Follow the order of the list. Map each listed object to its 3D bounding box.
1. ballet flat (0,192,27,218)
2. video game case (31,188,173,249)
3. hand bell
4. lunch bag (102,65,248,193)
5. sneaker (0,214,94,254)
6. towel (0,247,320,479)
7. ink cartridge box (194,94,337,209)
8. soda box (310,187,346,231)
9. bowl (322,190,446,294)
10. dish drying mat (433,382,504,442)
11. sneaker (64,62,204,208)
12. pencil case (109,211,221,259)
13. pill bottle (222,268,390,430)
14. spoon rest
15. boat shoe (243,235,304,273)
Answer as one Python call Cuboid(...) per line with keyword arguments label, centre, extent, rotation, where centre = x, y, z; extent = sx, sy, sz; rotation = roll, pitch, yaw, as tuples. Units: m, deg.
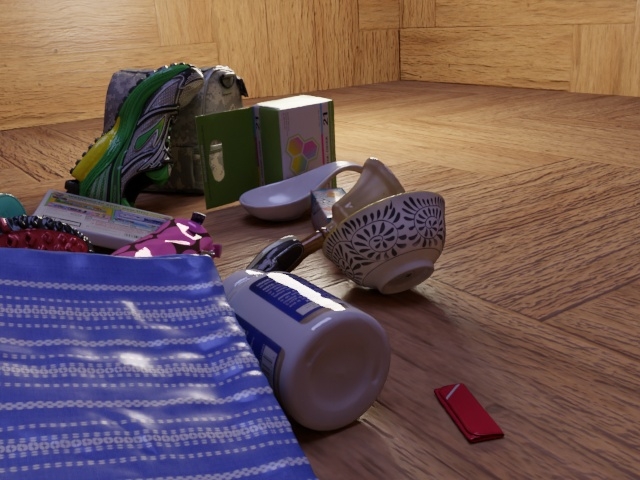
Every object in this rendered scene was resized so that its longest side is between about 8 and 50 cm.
Cuboid(label="ballet flat", centre=(-0.564, 0.020, 0.997), extent=(0.123, 0.123, 0.348), rotation=(1, 19, 11))
Cuboid(label="video game case", centre=(-0.339, -0.026, 1.101), extent=(0.213, 0.023, 0.193), rotation=(13, 14, -17))
Cuboid(label="hand bell", centre=(0.000, 0.000, 0.944), extent=(0.242, 0.126, 0.126), rotation=(-32, 26, -12))
Cuboid(label="lunch bag", centre=(-0.313, -0.249, 1.505), extent=(0.305, 0.255, 0.212), rotation=(6, 21, 25))
Cuboid(label="sneaker", centre=(-0.404, 0.049, 0.827), extent=(0.262, 0.104, 0.125), rotation=(-19, -9, -19))
Cuboid(label="towel", centre=(-0.147, 0.099, 0.504), extent=(0.243, 0.040, 0.336), rotation=(5, 28, -30))
Cuboid(label="ink cartridge box", centre=(-0.097, -0.163, 1.320), extent=(0.255, 0.188, 0.097), rotation=(-19, 26, -36))
Cuboid(label="soda box", centre=(0.024, -0.034, 1.106), extent=(0.058, 0.062, 0.183), rotation=(-4, 18, -8))
Cuboid(label="bowl", centre=(0.095, 0.016, 0.872), extent=(0.170, 0.170, 0.080), rotation=(-12, 64, -24))
Cuboid(label="dish drying mat", centre=(0.131, 0.152, 0.616), extent=(0.032, 0.008, 0.083), rotation=(-6, 18, -11))
Cuboid(label="sneaker", centre=(-0.321, -0.185, 1.315), extent=(0.146, 0.343, 0.134), rotation=(32, -9, 6))
Cuboid(label="pencil case", centre=(-0.215, 0.036, 0.904), extent=(0.098, 0.095, 0.209), rotation=(19, 25, 11))
Cuboid(label="pill bottle", centre=(-0.031, 0.092, 0.662), extent=(0.112, 0.111, 0.187), rotation=(-14, 22, -29))
Cuboid(label="spoon rest", centre=(-0.014, -0.093, 1.262), extent=(0.277, 0.084, 0.137), rotation=(-11, 20, -24))
Cuboid(label="boat shoe", centre=(-0.072, 0.053, 0.858), extent=(0.049, 0.056, 0.152), rotation=(34, 62, 32))
